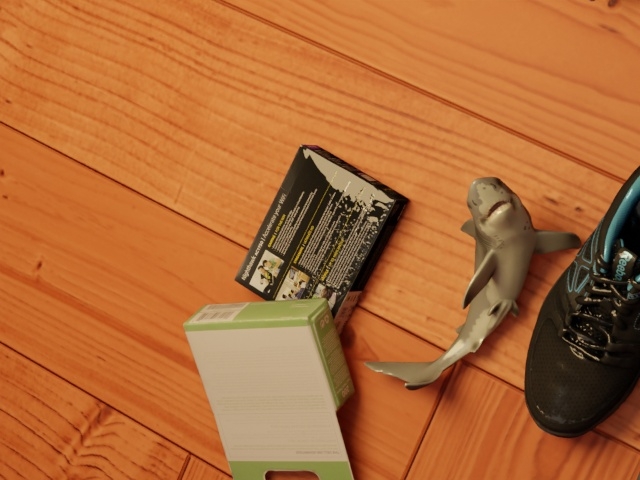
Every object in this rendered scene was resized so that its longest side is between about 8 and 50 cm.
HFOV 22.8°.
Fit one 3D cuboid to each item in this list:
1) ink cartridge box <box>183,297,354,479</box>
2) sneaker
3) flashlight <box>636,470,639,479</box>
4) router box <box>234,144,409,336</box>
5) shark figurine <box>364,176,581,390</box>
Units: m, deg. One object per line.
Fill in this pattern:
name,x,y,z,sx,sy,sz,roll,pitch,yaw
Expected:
ink cartridge box,-0.044,0.183,1.782,0.171,0.056,0.235,-5,112,32
sneaker,0.291,0.046,1.596,0.125,0.139,0.341,29,102,19
flashlight,0.358,0.274,1.593,0.103,0.103,0.304,27,99,60
router box,0.000,0.000,1.775,0.133,0.046,0.179,32,103,21
shark figurine,0.162,0.039,1.694,0.116,0.166,0.278,50,129,42
